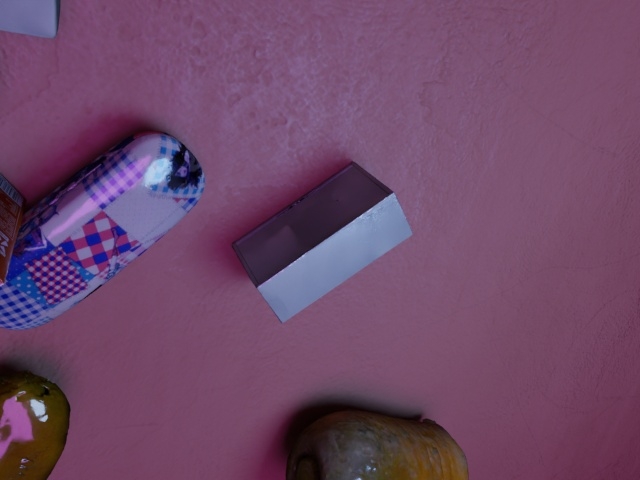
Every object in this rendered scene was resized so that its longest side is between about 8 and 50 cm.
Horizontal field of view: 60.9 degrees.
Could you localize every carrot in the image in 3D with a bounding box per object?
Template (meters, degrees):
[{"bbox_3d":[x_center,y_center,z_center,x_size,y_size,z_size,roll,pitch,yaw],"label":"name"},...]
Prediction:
[{"bbox_3d":[0.108,0.433,1.012,0.340,0.224,0.224,14,109,-33],"label":"carrot"}]

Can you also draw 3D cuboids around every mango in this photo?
[{"bbox_3d":[-0.437,0.284,0.729,0.151,0.156,0.249,34,103,2],"label":"mango"}]

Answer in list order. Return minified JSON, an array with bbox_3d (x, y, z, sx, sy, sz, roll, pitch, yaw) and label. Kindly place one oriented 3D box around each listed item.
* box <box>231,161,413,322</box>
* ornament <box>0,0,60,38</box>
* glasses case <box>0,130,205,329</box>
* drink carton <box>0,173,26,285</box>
[{"bbox_3d":[0.000,0.000,0.788,0.225,0.129,0.086,-34,125,-5],"label":"box"},{"bbox_3d":[-0.268,-0.332,0.493,0.120,0.130,0.285,12,111,-34],"label":"ornament"},{"bbox_3d":[-0.290,-0.009,0.677,0.327,0.076,0.125,-39,138,-2],"label":"glasses case"},{"bbox_3d":[-0.375,-0.003,0.559,0.096,0.223,0.071,-34,123,-6],"label":"drink carton"}]
